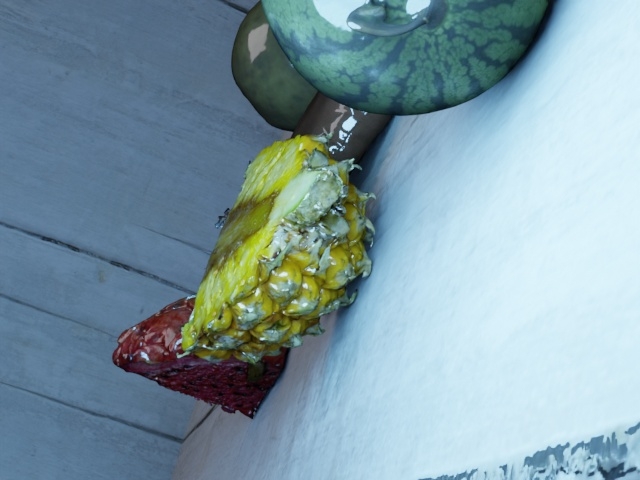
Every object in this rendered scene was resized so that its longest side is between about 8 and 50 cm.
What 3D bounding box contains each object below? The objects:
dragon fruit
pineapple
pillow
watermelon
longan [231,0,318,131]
[{"bbox_3d":[-0.209,0.215,1.603,0.302,0.330,0.240,161,107,-76],"label":"dragon fruit"},{"bbox_3d":[0.004,0.017,1.114,0.286,0.209,0.344,-26,39,52],"label":"pineapple"},{"bbox_3d":[0.031,-0.190,1.426,0.305,0.108,0.308,-56,11,6],"label":"pillow"},{"bbox_3d":[0.077,-0.258,0.821,0.359,0.279,0.279,-90,22,-58],"label":"watermelon"},{"bbox_3d":[-0.021,-0.351,1.671,0.297,0.297,0.297,-160,90,-81],"label":"longan"}]
